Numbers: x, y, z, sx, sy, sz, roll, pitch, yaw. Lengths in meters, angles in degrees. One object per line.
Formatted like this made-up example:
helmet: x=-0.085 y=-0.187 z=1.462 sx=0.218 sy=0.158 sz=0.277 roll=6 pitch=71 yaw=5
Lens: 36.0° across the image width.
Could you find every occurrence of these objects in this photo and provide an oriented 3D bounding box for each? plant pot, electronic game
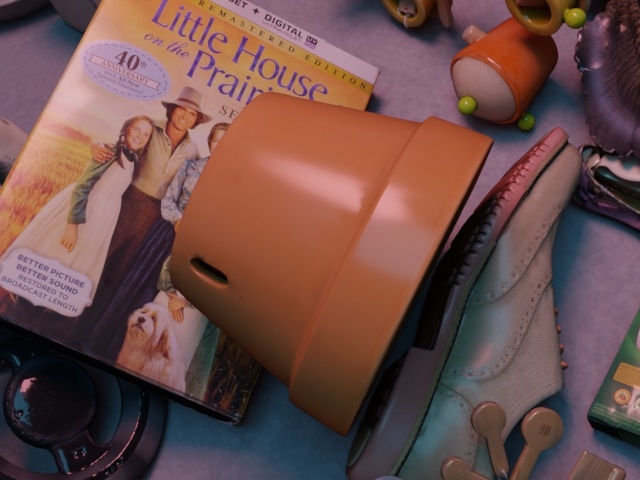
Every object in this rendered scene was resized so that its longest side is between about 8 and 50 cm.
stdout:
plant pot: x=0.000 y=0.000 z=0.882 sx=0.203 sy=0.291 sz=0.291 roll=26 pitch=72 yaw=8
electronic game: x=-0.266 y=0.160 z=0.972 sx=0.229 sy=0.048 sz=0.229 roll=8 pitch=65 yaw=-19

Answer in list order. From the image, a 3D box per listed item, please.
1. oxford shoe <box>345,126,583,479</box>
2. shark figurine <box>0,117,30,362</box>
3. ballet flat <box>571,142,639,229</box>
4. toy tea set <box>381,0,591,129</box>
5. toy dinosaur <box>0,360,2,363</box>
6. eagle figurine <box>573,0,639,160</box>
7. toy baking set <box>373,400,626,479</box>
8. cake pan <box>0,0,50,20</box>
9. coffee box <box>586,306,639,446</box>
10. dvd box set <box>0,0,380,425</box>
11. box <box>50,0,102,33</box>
oxford shoe: x=0.171 y=0.078 z=0.939 sx=0.146 sy=0.140 sz=0.397 roll=29 pitch=77 yaw=1
shark figurine: x=-0.326 y=-0.007 z=1.100 sx=0.116 sy=0.166 sz=0.278 roll=-12 pitch=88 yaw=41
ballet flat: x=0.345 y=-0.039 z=0.967 sx=0.221 sy=0.079 sz=0.077 roll=25 pitch=73 yaw=21
toy tea set: x=0.118 y=-0.254 z=1.051 sx=0.336 sy=0.200 sz=0.124 roll=37 pitch=69 yaw=24
toy dinosaur: x=-0.453 y=0.084 z=1.076 sx=0.118 sy=0.064 sz=0.268 roll=-47 pitch=58 yaw=2
eagle figurine: x=0.368 y=-0.222 z=0.995 sx=0.226 sy=0.225 sz=0.298 roll=-21 pitch=82 yaw=34
toy baking set: x=0.141 y=0.248 z=0.847 sx=0.256 sy=0.030 sz=0.197 roll=-37 pitch=102 yaw=-4
cake pan: x=-0.421 y=-0.410 z=1.315 sx=0.293 sy=0.054 sz=0.293 roll=-5 pitch=65 yaw=10
coffee box: x=0.337 y=0.109 z=0.908 sx=0.113 sy=0.040 sz=0.184 roll=18 pitch=69 yaw=36
dvd box set: x=-0.144 y=-0.063 z=1.017 sx=0.307 sy=0.062 sz=0.421 roll=26 pitch=70 yaw=-10
box: x=-0.207 y=-0.399 z=1.216 sx=0.121 sy=0.148 sz=0.311 roll=31 pitch=73 yaw=23
